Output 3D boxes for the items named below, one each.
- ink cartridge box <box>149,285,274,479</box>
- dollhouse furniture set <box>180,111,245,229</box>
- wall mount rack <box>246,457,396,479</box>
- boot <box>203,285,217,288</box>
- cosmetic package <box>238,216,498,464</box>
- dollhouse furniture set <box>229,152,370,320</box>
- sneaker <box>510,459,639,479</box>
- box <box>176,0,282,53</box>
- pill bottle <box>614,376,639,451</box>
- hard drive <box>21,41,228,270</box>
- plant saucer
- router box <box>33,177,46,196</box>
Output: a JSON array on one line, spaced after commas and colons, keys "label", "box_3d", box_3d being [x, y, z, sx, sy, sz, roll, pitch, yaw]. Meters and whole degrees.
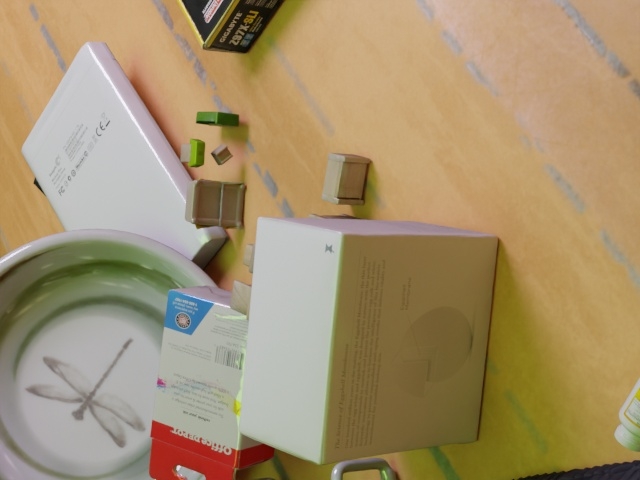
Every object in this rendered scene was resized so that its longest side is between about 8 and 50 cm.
[{"label": "ink cartridge box", "box_3d": [-0.119, 0.180, 1.461, 0.134, 0.078, 0.231, 14, 100, 32]}, {"label": "dollhouse furniture set", "box_3d": [-0.141, -0.090, 1.597, 0.058, 0.076, 0.152, 7, 94, 60]}, {"label": "wall mount rack", "box_3d": [0.000, 0.412, 1.405, 0.350, 0.130, 0.304, -21, 71, 45]}, {"label": "boot", "box_3d": [-0.072, 0.081, 1.516, 0.190, 0.069, 0.086, 29, 106, 25]}, {"label": "cosmetic package", "box_3d": [0.049, 0.095, 1.272, 0.138, 0.224, 0.224, 11, 97, 46]}, {"label": "dollhouse furniture set", "box_3d": [0.000, 0.000, 1.372, 0.101, 0.160, 0.182, 20, 105, 45]}, {"label": "sneaker", "box_3d": [0.259, 0.284, 1.151, 0.319, 0.112, 0.131, -20, 92, 48]}, {"label": "box", "box_3d": [-0.091, -0.436, 1.537, 0.322, 0.079, 0.257, -49, 54, 35]}, {"label": "pill bottle", "box_3d": [0.301, 0.151, 1.132, 0.043, 0.043, 0.083, 45, 121, 38]}, {"label": "hard drive", "box_3d": [-0.282, -0.068, 1.728, 0.233, 0.047, 0.353, -49, 63, 34]}, {"label": "plant saucer", "box_3d": [-0.288, 0.188, 1.586, 0.100, 0.400, 0.401, 120, 141, -76]}, {"label": "router box", "box_3d": [-0.383, -0.116, 1.878, 0.092, 0.038, 0.122, 42, 120, 39]}]
